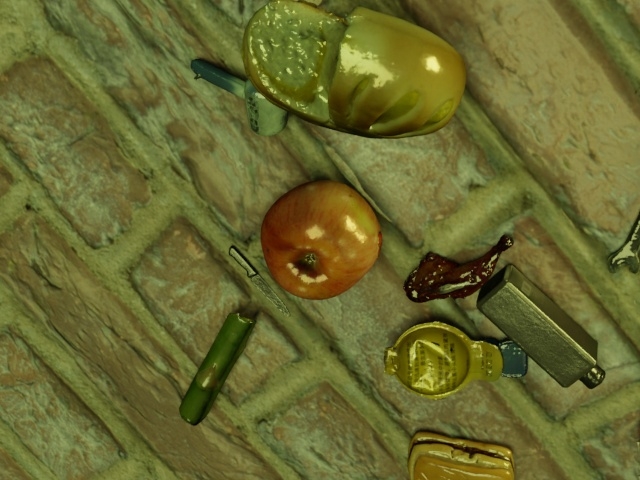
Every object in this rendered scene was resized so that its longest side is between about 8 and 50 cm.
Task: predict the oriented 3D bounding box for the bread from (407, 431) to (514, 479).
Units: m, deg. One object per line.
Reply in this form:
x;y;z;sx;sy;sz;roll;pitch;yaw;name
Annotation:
0.256;0.426;1.735;0.200;0.077;0.116;8;122;14;bread

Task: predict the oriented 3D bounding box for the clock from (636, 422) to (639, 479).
0.595;0.366;1.534;0.150;0.197;0.063;-4;109;19;clock

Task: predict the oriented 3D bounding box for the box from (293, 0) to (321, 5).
-0.103;-0.511;1.409;0.333;0.145;0.173;35;119;0;box

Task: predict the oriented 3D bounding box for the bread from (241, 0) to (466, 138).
0.049;-0.238;1.390;0.333;0.333;0.160;15;89;10;bread

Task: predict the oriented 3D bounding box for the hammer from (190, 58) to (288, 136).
-0.140;-0.252;1.568;0.194;0.069;0.116;29;152;20;hammer

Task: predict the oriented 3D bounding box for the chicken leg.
0.235;0.055;1.599;0.205;0.053;0.093;-14;93;18;chicken leg

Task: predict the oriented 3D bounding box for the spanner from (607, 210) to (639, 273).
0.518;-0.053;1.484;0.054;0.015;0.254;20;116;6;spanner

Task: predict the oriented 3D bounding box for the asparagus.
-0.197;0.237;1.795;0.060;0.067;0.277;43;117;27;asparagus

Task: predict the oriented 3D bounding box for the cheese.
0.236;0.211;1.653;0.250;0.064;0.156;0;113;7;cheese

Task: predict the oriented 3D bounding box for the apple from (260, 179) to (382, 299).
0.000;0.000;1.579;0.209;0.164;0.209;7;116;14;apple

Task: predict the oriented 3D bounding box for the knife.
-0.112;0.077;1.731;0.023;0.010;0.170;-37;99;26;knife

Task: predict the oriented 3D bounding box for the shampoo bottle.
0.375;0.154;1.577;0.246;0.080;0.079;42;119;-3;shampoo bottle
